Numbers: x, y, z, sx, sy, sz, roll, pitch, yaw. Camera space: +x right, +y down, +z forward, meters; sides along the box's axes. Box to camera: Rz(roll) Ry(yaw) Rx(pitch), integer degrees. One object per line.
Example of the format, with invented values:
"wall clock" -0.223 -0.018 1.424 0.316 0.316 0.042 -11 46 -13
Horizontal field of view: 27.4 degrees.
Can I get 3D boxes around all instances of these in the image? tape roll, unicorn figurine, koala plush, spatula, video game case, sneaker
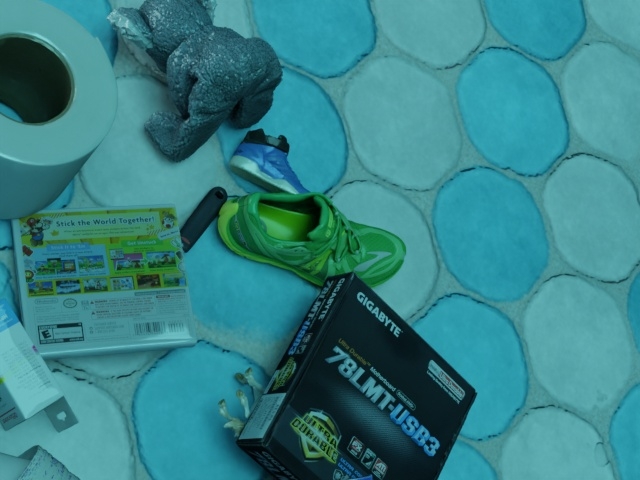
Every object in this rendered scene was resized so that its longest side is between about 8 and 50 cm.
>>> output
"tape roll" -0.404 -0.170 1.696 0.246 0.169 0.246 14 59 -26
"unicorn figurine" -0.077 0.231 1.821 0.111 0.060 0.162 51 52 -15
"koala plush" -0.180 -0.269 1.863 0.196 0.203 0.221 -29 77 -32
"spatula" -0.211 0.029 1.831 0.084 0.030 0.296 40 60 -8
"video game case" -0.290 0.053 1.757 0.226 0.026 0.206 -4 68 -21
"sneaker" -0.053 -0.109 1.940 0.152 0.058 0.085 29 72 -10
"sneaker" 0.000 0.000 1.896 0.295 0.123 0.110 13 68 -24

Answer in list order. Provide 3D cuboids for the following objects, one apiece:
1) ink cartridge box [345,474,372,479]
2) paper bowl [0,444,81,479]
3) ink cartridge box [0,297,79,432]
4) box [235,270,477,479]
"ink cartridge box" -0.056 0.430 1.706 0.311 0.065 0.186 -12 107 -24
"paper bowl" -0.404 0.349 1.484 0.148 0.284 0.284 42 60 -9
"ink cartridge box" -0.386 0.174 1.651 0.061 0.104 0.181 -32 90 -31
"box" 0.060 0.247 1.846 0.295 0.073 0.293 45 59 -25
